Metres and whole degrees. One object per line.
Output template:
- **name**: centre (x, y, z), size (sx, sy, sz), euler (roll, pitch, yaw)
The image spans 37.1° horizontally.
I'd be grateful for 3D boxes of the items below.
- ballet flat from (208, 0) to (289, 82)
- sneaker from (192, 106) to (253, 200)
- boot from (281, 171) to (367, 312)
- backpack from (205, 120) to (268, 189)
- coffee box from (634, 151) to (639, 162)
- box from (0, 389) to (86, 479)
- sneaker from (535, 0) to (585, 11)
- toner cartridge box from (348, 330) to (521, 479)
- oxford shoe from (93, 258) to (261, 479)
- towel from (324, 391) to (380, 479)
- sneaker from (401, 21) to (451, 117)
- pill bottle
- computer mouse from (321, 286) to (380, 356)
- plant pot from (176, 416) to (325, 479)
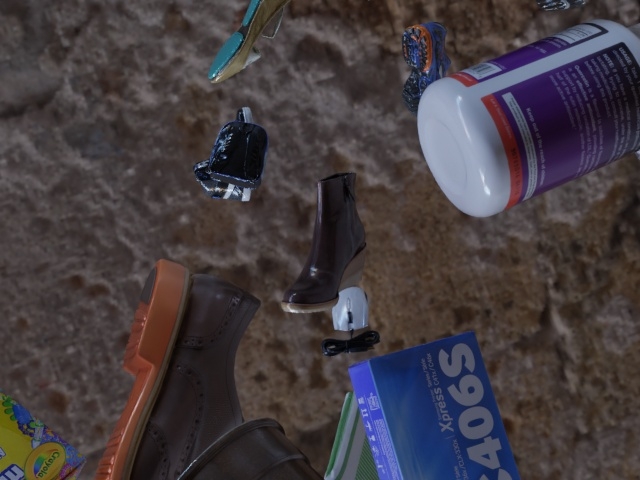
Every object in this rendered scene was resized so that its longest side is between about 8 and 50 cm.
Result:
- **ballet flat**: centre (-0.129, -0.388, 1.821), size (0.073, 0.232, 0.080), euler (26, -164, -28)
- **sneaker**: centre (-0.199, -0.170, 1.948), size (0.079, 0.121, 0.216), euler (-106, 18, -52)
- **boot**: centre (0.000, 0.000, 1.623), size (0.248, 0.090, 0.206), euler (-29, -62, -57)
- **backpack**: centre (-0.150, -0.158, 1.773), size (0.084, 0.105, 0.114), euler (108, 175, -76)
- **coffee box**: centre (0.594, -0.180, 1.338), size (0.297, 0.119, 0.168), euler (-24, 104, 45)
- **box**: centre (-0.441, 0.283, 1.017), size (0.279, 0.177, 0.290), euler (34, 123, 11)
- **sneaker**: centre (0.390, -0.461, 1.626), size (0.081, 0.209, 0.094), euler (-3, 72, 45)
- **toner cartridge box**: centre (0.167, 0.305, 1.232), size (0.075, 0.165, 0.347), euler (-37, 67, 65)
- **oxford shoe**: centre (-0.144, 0.206, 0.944), size (0.130, 0.133, 0.363), euler (158, 127, -69)
- **towel**: centre (0.136, 0.462, 1.780), size (0.325, 0.038, 0.248), euler (49, -150, -19)
- **sneaker**: centre (0.213, -0.319, 1.827), size (0.083, 0.087, 0.221), euler (36, 146, 35)
- **pill bottle**: centre (0.297, -0.164, 1.205), size (0.181, 0.323, 0.181), euler (157, 90, -77)
- **computer mouse**: centre (0.053, 0.138, 1.767), size (0.193, 0.106, 0.042), euler (-91, -10, -56)
- **plant pot**: centre (-0.027, 0.254, 0.743), size (0.165, 0.167, 0.167), euler (34, 152, 27)
